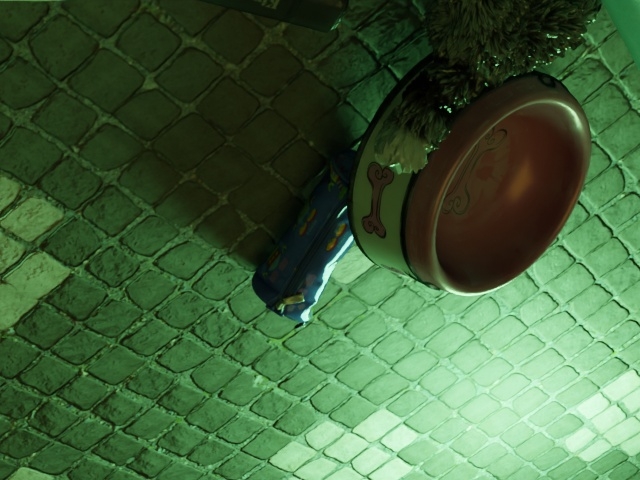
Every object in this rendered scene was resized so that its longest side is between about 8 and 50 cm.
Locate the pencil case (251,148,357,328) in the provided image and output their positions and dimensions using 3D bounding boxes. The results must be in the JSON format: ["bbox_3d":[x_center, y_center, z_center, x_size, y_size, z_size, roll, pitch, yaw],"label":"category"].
[{"bbox_3d":[0.000,0.000,1.686,0.119,0.133,0.306,31,118,-7],"label":"pencil case"}]

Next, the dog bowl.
[{"bbox_3d":[0.244,-0.095,1.588,0.408,0.150,0.408,-22,131,-28],"label":"dog bowl"}]

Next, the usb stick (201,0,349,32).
[{"bbox_3d":[-0.092,-0.336,1.394,0.278,0.045,0.077,9,146,-27],"label":"usb stick"}]

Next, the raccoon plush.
[{"bbox_3d":[0.185,-0.330,1.310,0.446,0.216,0.299,-58,134,-20],"label":"raccoon plush"}]

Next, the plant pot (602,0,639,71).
[{"bbox_3d":[0.461,-0.351,1.230,0.341,0.341,0.334,-33,140,10],"label":"plant pot"}]
